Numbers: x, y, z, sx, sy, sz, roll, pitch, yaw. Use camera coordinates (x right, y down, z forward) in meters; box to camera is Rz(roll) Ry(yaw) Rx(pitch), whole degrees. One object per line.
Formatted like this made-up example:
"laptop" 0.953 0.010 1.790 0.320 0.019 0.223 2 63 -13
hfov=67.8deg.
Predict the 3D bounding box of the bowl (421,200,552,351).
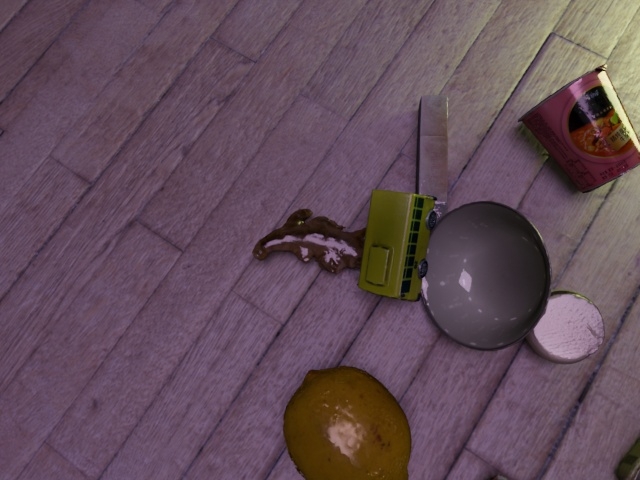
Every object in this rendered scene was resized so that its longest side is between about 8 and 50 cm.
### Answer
"bowl" 0.409 0.080 1.113 0.157 0.337 0.337 2 71 -38

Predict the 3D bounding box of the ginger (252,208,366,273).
"ginger" 0.002 0.000 1.233 0.333 0.080 0.166 6 61 6

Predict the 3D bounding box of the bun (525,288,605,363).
"bun" 0.562 0.200 1.121 0.172 0.120 0.173 -2 80 10

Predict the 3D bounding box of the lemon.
"lemon" 0.060 0.417 1.028 0.258 0.258 0.310 -45 75 -7

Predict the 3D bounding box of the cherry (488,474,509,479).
"cherry" 0.368 0.598 1.039 0.188 0.115 0.148 -4 95 8

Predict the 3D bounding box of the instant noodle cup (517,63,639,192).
"instant noodle cup" 0.664 -0.267 1.190 0.244 0.244 0.255 -31 85 -4

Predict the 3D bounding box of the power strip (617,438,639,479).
"power strip" 0.797 0.444 1.076 0.092 0.066 0.387 42 80 11

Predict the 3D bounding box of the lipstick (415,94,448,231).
"lipstick" 0.294 -0.201 1.261 0.076 0.080 0.371 3 76 6

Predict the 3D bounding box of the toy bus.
"toy bus" 0.179 0.013 1.140 0.128 0.150 0.262 11 95 38
